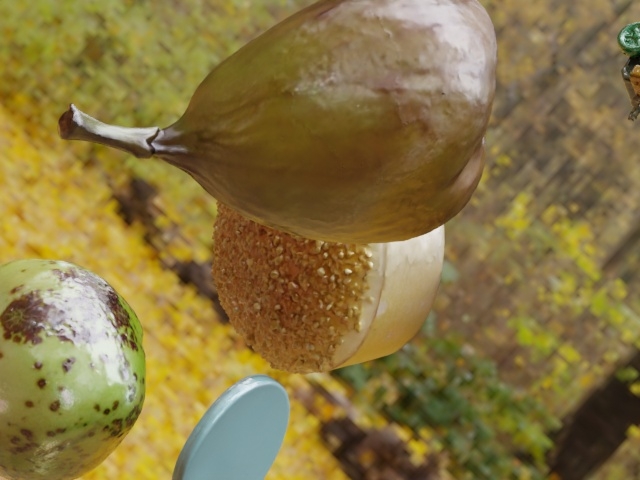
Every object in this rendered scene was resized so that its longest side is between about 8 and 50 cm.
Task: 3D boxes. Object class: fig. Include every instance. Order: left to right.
[{"bbox_3d":[-0.019,-0.070,0.994,0.170,0.274,0.146,106,-28,-53],"label":"fig"}]

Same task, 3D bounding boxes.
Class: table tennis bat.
[{"bbox_3d":[-0.105,0.217,1.465,0.038,0.237,0.149,27,-32,26],"label":"table tennis bat"}]

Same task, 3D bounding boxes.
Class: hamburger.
[{"bbox_3d":[0.000,0.000,1.748,0.170,0.302,0.302,1,24,-28],"label":"hamburger"}]

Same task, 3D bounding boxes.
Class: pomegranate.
[{"bbox_3d":[-0.292,0.100,1.532,0.276,0.204,0.222,36,-31,-26],"label":"pomegranate"}]

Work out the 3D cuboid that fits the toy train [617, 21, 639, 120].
[{"bbox_3d":[0.407,-0.210,1.775,0.136,0.228,0.091,17,-28,37],"label":"toy train"}]
